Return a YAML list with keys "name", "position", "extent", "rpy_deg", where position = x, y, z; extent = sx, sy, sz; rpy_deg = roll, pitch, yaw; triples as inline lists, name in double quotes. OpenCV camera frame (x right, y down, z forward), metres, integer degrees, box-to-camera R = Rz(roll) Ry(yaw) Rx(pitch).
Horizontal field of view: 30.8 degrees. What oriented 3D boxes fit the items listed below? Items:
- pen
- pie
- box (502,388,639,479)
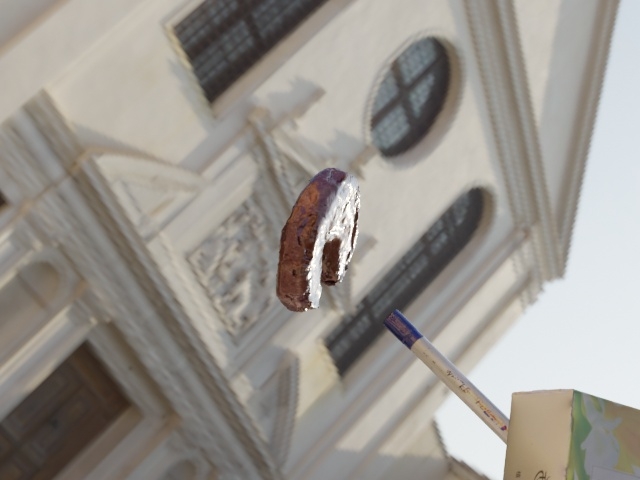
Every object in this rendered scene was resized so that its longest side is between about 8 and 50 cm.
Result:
- name: "pen"
  position: [0.188, 0.197, 1.653]
  extent: [0.269, 0.033, 0.033]
  rpy_deg: [45, -17, 25]
- name: "pie"
  position: [0.000, 0.000, 1.659]
  extent: [0.054, 0.219, 0.204]
  rpy_deg: [17, -47, 20]
- name: "box"
  position: [0.305, 0.312, 1.312]
  extent: [0.194, 0.260, 0.111]
  rpy_deg: [18, -20, -30]
